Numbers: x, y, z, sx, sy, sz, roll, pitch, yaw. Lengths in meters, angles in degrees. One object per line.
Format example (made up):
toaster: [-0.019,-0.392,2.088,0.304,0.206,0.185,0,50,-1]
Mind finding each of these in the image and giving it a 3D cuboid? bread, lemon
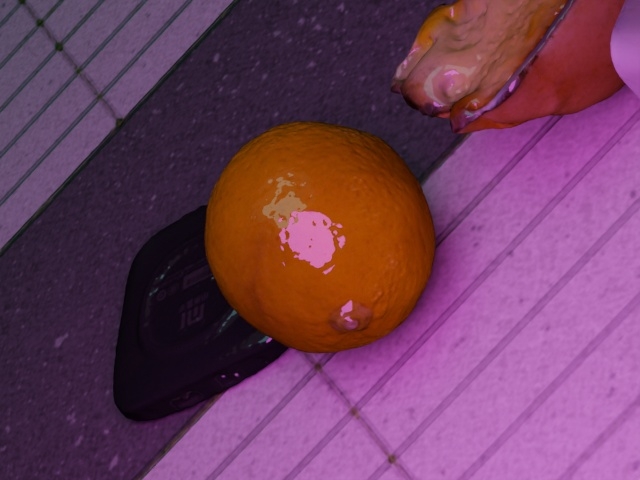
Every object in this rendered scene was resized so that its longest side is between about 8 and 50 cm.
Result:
bread: [0.183,-0.169,1.447,0.251,0.133,0.174,-56,33,-4]
lemon: [0.000,0.000,1.447,0.178,0.178,0.203,-36,39,16]

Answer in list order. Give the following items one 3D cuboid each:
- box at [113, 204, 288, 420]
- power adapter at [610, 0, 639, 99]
box: [-0.096,0.044,1.609,0.212,0.042,0.201,-25,47,28]
power adapter: [0.328,-0.146,1.296,0.205,0.125,0.130,5,62,46]
